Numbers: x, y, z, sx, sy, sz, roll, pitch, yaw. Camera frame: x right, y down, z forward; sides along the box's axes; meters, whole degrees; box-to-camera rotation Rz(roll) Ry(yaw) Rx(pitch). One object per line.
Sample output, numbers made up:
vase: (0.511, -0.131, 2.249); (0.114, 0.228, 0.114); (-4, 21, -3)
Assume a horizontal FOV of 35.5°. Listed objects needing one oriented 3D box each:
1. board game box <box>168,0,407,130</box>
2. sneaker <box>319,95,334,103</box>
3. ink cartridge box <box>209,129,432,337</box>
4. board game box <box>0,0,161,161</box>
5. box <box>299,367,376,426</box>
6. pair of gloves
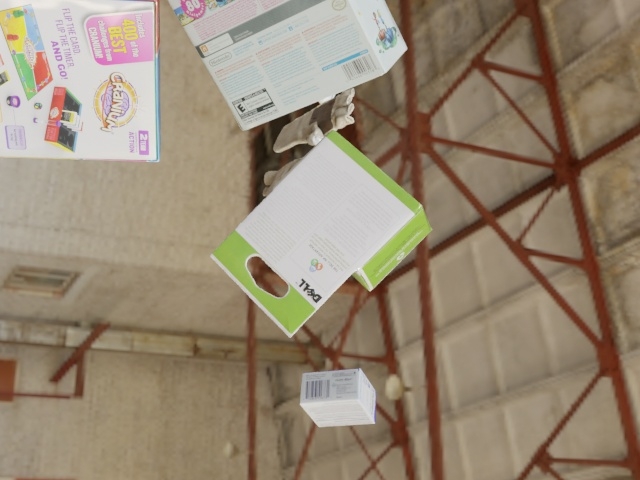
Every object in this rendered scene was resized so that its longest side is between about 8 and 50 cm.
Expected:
board game box: (-0.066, -0.308, 1.172); (0.224, 0.303, 0.097); (-17, -157, 33)
sneaker: (0.075, -0.404, 2.204); (0.091, 0.126, 0.240); (37, 71, -81)
ink cartridge box: (0.000, 0.000, 1.423); (0.255, 0.097, 0.189); (-45, -115, -4)
board game box: (-0.365, -0.218, 1.280); (0.064, 0.316, 0.242); (-98, -168, -51)
box: (0.038, 0.323, 2.046); (0.137, 0.126, 0.072); (60, 28, -54)
pair of gloves: (-0.020, -0.164, 1.810); (0.204, 0.042, 0.240); (-27, -147, 39)
